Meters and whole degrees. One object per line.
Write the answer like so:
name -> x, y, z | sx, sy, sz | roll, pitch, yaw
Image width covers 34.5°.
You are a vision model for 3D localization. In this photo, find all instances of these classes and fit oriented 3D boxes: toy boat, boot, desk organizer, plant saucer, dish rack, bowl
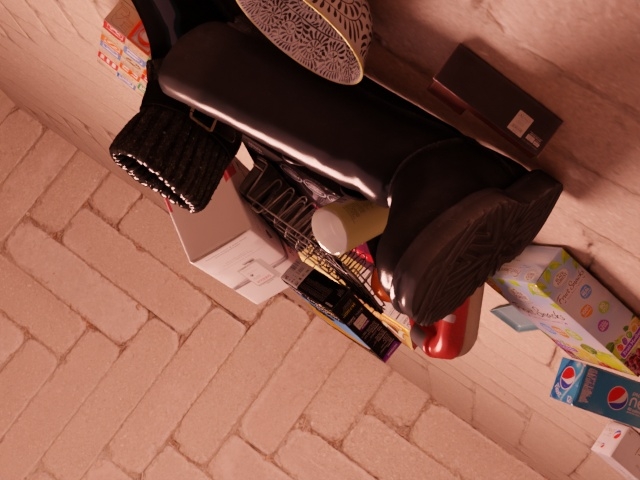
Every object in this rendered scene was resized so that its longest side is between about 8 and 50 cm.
toy boat -> 0.145, 0.056, 1.481 | 0.151, 0.231, 0.151 | -1, -162, -18
boot -> -0.208, -0.222, 1.338 | 0.348, 0.260, 0.131 | 43, 169, -31
desk organizer -> 0.174, -0.136, 1.041 | 0.130, 0.047, 0.050 | 37, 172, 0
boot -> 0.006, -0.108, 1.117 | 0.445, 0.146, 0.367 | 35, -158, 18
plant saucer -> 0.343, 0.128, 1.749 | 0.067, 0.018, 0.192 | 37, 169, -1
dish rack -> 0.000, 0.000, 1.576 | 0.271, 0.074, 0.208 | 37, 173, 41
bowl -> -0.003, -0.245, 1.055 | 0.170, 0.080, 0.170 | 36, 171, 7

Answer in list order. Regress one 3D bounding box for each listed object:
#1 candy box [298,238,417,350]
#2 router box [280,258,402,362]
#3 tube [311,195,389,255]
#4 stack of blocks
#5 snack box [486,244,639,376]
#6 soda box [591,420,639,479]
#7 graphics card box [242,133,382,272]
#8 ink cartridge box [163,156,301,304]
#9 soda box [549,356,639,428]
candy box -> 0.098, 0.107, 2.284 | 0.316, 0.088, 0.183 | 33, 169, 17
router box -> 0.029, 0.104, 1.558 | 0.133, 0.046, 0.179 | 45, 172, -29
tube -> 0.094, -0.051, 1.274 | 0.070, 0.240, 0.062 | 59, 142, 3
stack of blocks -> -0.266, -0.301, 1.678 | 0.171, 0.087, 0.297 | 38, 170, -9
snack box -> 0.343, 0.092, 1.434 | 0.207, 0.070, 0.174 | 41, 171, -14
soda box -> 0.639, 0.448, 2.024 | 0.216, 0.074, 0.069 | 40, 170, -15
graphics card box -> 0.012, -0.084, 1.704 | 0.232, 0.094, 0.371 | 34, 169, 18
ink cartridge box -> -0.149, -0.034, 1.728 | 0.207, 0.117, 0.283 | 64, -171, 23
soda box -> 0.457, 0.241, 1.551 | 0.210, 0.067, 0.071 | 21, 176, -18
